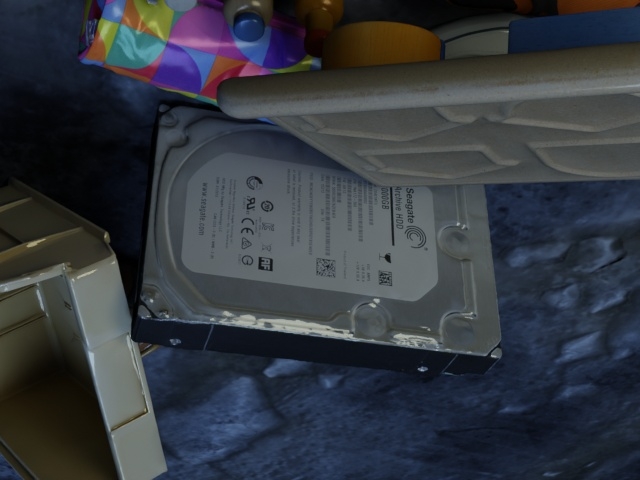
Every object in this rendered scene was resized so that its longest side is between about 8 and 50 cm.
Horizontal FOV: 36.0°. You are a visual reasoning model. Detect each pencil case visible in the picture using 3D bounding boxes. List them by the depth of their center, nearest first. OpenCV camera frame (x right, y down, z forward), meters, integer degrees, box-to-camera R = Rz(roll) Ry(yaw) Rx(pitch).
[{"bbox_3d":[-0.089,-0.165,0.830,0.236,0.104,0.104,15,142,-24],"label":"pencil case"}]

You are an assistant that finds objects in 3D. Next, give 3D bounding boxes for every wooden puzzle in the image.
[{"bbox_3d":[0.140,-0.104,0.752,0.322,0.081,0.348,0,174,26],"label":"wooden puzzle"}]

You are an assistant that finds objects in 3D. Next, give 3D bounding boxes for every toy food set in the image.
[{"bbox_3d":[-0.072,-0.231,0.725,0.111,0.105,0.232,-17,142,21],"label":"toy food set"}]

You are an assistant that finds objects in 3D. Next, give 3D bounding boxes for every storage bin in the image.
[{"bbox_3d":[-0.280,0.102,0.979,0.123,0.260,0.262,-25,121,-31],"label":"storage bin"}]

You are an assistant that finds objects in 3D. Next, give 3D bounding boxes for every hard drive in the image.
[{"bbox_3d":[0.000,0.000,0.943,0.338,0.237,0.064,9,148,-13],"label":"hard drive"}]

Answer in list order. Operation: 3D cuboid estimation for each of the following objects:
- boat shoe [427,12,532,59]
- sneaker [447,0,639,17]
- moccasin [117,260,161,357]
[{"bbox_3d":[0.194,-0.149,0.879,0.226,0.076,0.083,-1,145,-1],"label":"boat shoe"},{"bbox_3d":[0.205,-0.273,0.685,0.180,0.125,0.321,9,154,-22],"label":"sneaker"},{"bbox_3d":[-0.328,0.155,1.256,0.380,0.139,0.147,-34,125,25],"label":"moccasin"}]
